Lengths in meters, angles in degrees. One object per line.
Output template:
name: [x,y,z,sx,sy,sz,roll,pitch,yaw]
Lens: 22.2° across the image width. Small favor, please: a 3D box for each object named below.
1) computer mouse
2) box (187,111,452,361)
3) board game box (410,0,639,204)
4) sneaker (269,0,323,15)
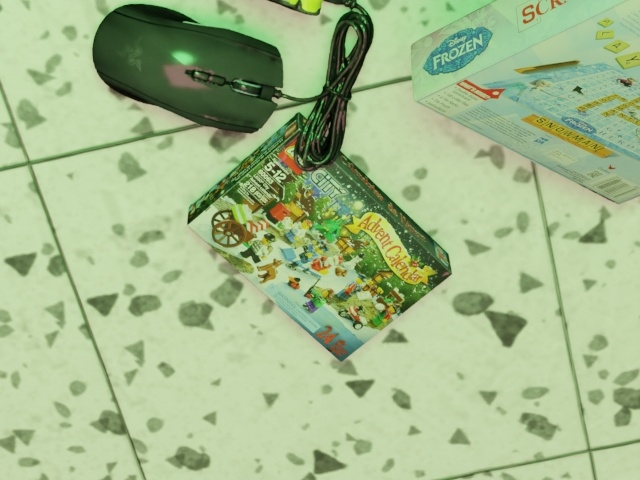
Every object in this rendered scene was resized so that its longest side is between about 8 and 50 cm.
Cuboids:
computer mouse: [-0.079,-0.187,1.551,0.262,0.060,0.184,22,101,-3]
box: [0.000,0.000,1.682,0.159,0.044,0.233,-40,113,19]
board game box: [0.302,-0.154,1.451,0.318,0.066,0.318,-23,149,38]
sneaker: [-0.115,-0.315,1.479,0.300,0.111,0.121,24,93,-10]
